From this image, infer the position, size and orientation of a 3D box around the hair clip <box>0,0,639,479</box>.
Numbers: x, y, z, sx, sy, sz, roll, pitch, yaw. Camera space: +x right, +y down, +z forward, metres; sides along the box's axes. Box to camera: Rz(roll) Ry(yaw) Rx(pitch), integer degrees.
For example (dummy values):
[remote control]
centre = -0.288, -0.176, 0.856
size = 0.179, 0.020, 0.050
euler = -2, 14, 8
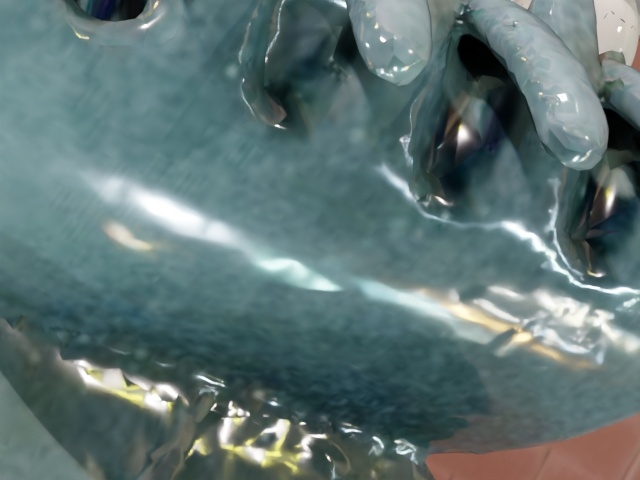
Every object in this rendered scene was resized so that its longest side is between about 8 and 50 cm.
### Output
[hair clip]
centre = -0.009, -0.015, 0.450
size = 0.318, 0.392, 0.238
euler = 24, 125, -24

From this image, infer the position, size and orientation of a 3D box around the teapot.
[teapot]
centre = 0.318, -0.243, 1.529
size = 0.299, 0.166, 0.208
euler = -34, 36, 37
